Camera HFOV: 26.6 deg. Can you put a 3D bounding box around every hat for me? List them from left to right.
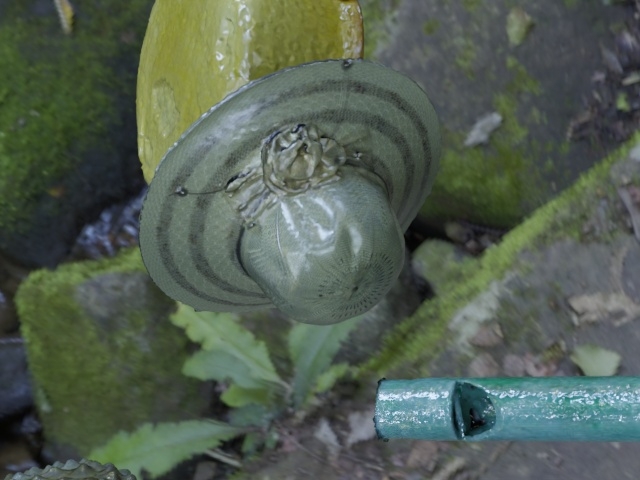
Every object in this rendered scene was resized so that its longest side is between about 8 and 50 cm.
[{"bbox_3d":[0.000,0.000,0.984,0.252,0.252,0.110,-37,50,6],"label":"hat"}]

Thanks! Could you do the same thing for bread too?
[{"bbox_3d":[-0.064,-0.140,1.181,0.270,0.148,0.270,-23,63,58],"label":"bread"}]

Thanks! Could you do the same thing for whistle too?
[{"bbox_3d":[0.122,0.093,0.737,0.186,0.039,0.039,-3,74,22],"label":"whistle"}]

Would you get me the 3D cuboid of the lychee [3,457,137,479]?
[{"bbox_3d":[-0.219,0.305,1.061,0.255,0.255,0.274,1,36,19],"label":"lychee"}]
